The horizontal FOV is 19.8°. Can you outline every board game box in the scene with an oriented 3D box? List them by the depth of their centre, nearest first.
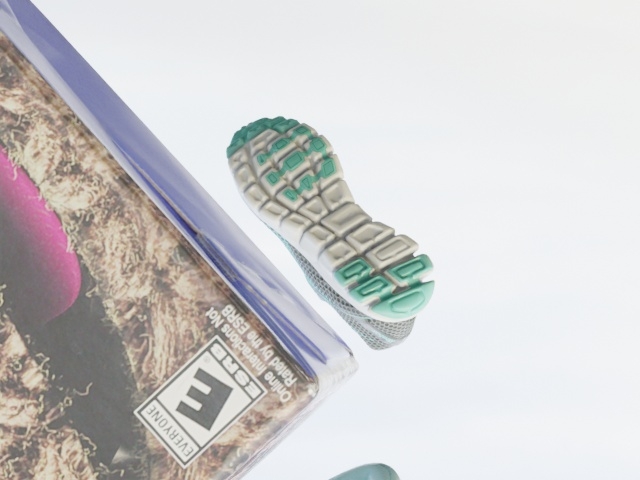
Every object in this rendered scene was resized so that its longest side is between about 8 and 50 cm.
[{"bbox_3d":[-0.173,0.059,0.632,0.232,0.291,0.141,47,-176,5],"label":"board game box"}]

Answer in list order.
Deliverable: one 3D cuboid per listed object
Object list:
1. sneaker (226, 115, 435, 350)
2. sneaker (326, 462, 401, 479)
[{"bbox_3d":[0.000,0.000,1.054,0.065,0.076,0.166,-28,-119,-18],"label":"sneaker"},{"bbox_3d":[-0.107,0.202,0.873,0.366,0.150,0.135,-20,-158,-25],"label":"sneaker"}]
